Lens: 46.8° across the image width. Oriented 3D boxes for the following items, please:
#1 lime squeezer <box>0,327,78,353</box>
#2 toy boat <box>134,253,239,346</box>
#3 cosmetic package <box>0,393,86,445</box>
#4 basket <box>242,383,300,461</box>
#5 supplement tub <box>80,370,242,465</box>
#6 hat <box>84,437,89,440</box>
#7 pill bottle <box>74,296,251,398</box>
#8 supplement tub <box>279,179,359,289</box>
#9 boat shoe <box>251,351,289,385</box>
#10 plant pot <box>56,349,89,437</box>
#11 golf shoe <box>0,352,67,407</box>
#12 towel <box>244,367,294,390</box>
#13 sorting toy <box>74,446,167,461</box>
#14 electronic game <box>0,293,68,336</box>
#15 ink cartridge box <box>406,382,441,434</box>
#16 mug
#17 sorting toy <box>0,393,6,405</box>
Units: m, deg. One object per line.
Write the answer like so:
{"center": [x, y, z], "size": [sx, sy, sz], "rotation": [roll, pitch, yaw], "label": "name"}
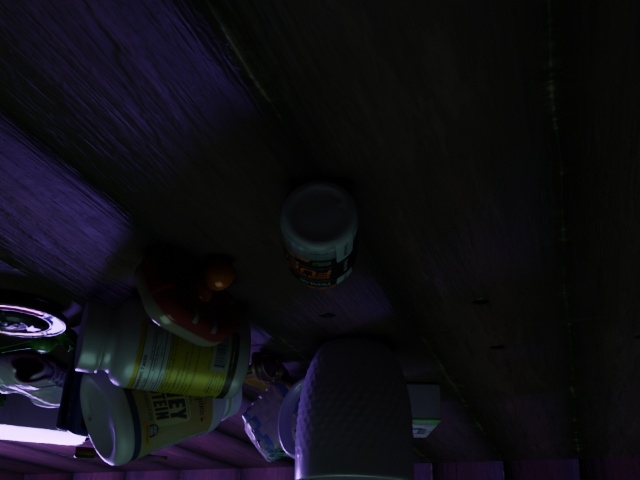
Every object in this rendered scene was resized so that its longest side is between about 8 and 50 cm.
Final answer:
{"center": [-0.638, 0.247, 1.721], "size": [0.310, 0.110, 0.059], "rotation": [-6, 116, 24], "label": "lime squeezer"}
{"center": [-0.218, 0.092, 1.354], "size": [0.151, 0.151, 0.231], "rotation": [-36, 146, 8], "label": "toy boat"}
{"center": [-0.875, 0.510, 2.224], "size": [0.385, 0.156, 0.217], "rotation": [16, 149, -26], "label": "cosmetic package"}
{"center": [-0.069, 0.489, 2.099], "size": [0.289, 0.201, 0.255], "rotation": [-37, 159, -16], "label": "basket"}
{"center": [-0.363, 0.359, 1.701], "size": [0.316, 0.228, 0.228], "rotation": [-12, 167, -38], "label": "supplement tub"}
{"center": [-0.549, 0.511, 2.177], "size": [0.208, 0.183, 0.173], "rotation": [-2, 155, 7], "label": "hat"}
{"center": [-0.328, 0.221, 1.542], "size": [0.334, 0.188, 0.188], "rotation": [12, 153, -20], "label": "pill bottle"}
{"center": [0.000, 0.000, 1.136], "size": [0.117, 0.117, 0.190], "rotation": [0, 155, 2], "label": "supplement tub"}
{"center": [-0.127, 0.330, 1.909], "size": [0.073, 0.073, 0.207], "rotation": [-4, 162, 8], "label": "boat shoe"}
{"center": [-0.521, 0.382, 1.857], "size": [0.236, 0.236, 0.212], "rotation": [17, 158, -33], "label": "plant pot"}
{"center": [-0.741, 0.373, 1.981], "size": [0.140, 0.115, 0.306], "rotation": [-21, 148, 33], "label": "golf shoe"}
{"center": [-0.161, 0.409, 2.135], "size": [0.102, 0.021, 0.237], "rotation": [-11, 153, 26], "label": "towel"}
{"center": [-0.485, 0.527, 1.863], "size": [0.132, 0.046, 0.274], "rotation": [0, 165, 20], "label": "sorting toy"}
{"center": [-0.669, 0.169, 1.608], "size": [0.229, 0.048, 0.229], "rotation": [1, 155, 1], "label": "electronic game"}
{"center": [0.244, 0.517, 2.236], "size": [0.198, 0.114, 0.273], "rotation": [1, 155, 0], "label": "ink cartridge box"}
{"center": [0.044, 0.423, 1.792], "size": [0.374, 0.328, 0.276], "rotation": [-18, 148, 37], "label": "mug"}
{"center": [-0.981, 0.408, 1.944], "size": [0.127, 0.126, 0.365], "rotation": [-14, 167, 33], "label": "sorting toy"}
